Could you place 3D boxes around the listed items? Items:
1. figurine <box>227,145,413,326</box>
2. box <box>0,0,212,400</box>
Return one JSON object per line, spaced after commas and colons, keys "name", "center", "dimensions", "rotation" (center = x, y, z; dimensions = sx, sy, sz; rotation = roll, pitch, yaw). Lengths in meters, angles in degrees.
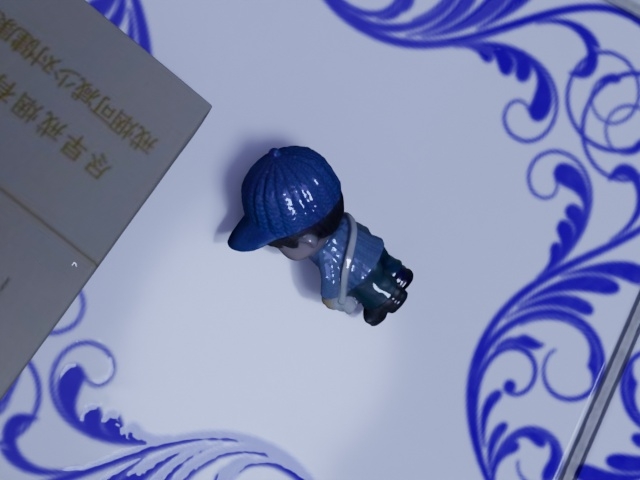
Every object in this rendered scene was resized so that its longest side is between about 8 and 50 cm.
{"name": "figurine", "center": [0.006, -0.004, 0.886], "dimensions": [0.136, 0.079, 0.077], "rotation": [33, 44, -10]}
{"name": "box", "center": [-0.242, -0.004, 0.777], "dimensions": [0.204, 0.051, 0.365], "rotation": [40, 65, -15]}
